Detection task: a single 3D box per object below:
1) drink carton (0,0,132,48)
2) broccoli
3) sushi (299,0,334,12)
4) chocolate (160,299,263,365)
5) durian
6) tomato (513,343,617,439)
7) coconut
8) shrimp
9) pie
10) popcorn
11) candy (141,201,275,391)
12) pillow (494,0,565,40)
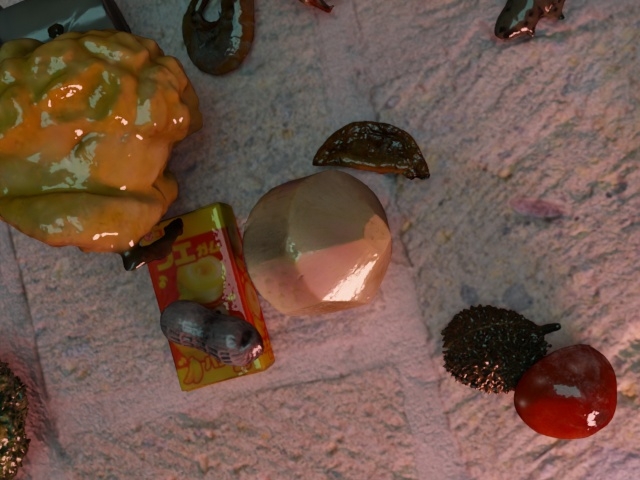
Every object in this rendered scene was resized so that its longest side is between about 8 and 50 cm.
[{"bbox_3d":[-0.414,-0.328,1.084,0.189,0.185,0.191,-26,53,2],"label":"drink carton"},{"bbox_3d":[-0.608,0.322,1.091,0.259,0.235,0.288,-4,78,-26],"label":"broccoli"},{"bbox_3d":[-0.084,-0.495,1.031,0.332,0.124,0.130,36,101,-26],"label":"sushi"},{"bbox_3d":[-0.162,0.138,1.010,0.166,0.072,0.072,18,92,9],"label":"chocolate"},{"bbox_3d":[0.275,0.164,1.022,0.188,0.091,0.149,-21,86,6],"label":"durian"},{"bbox_3d":[0.367,0.232,0.976,0.159,0.091,0.139,-12,118,-10],"label":"tomato"},{"bbox_3d":[0.000,0.000,1.008,0.237,0.237,0.197,-41,115,6],"label":"coconut"},{"bbox_3d":[-0.170,-0.369,1.115,0.132,0.051,0.188,14,94,8],"label":"shrimp"},{"bbox_3d":[0.087,-0.147,1.084,0.190,0.033,0.088,10,83,14],"label":"pie"},{"bbox_3d":[-0.319,-0.119,0.969,0.349,0.349,0.382,-34,72,7],"label":"popcorn"},{"bbox_3d":[-0.181,0.090,1.093,0.146,0.088,0.276,-18,87,9],"label":"candy"},{"bbox_3d":[0.355,-0.409,1.038,0.093,0.051,0.241,26,91,8],"label":"pillow"}]
